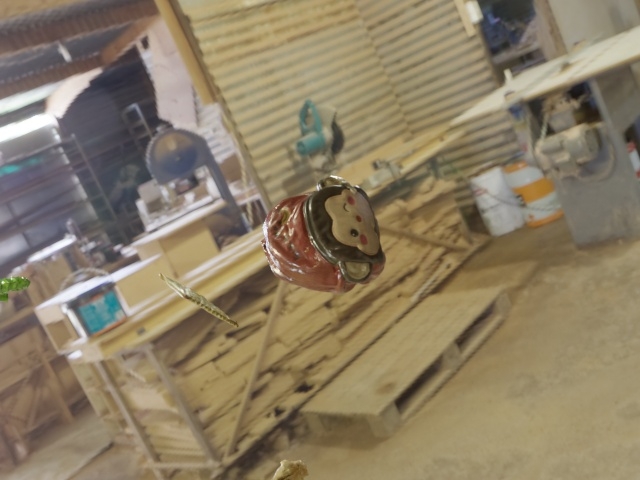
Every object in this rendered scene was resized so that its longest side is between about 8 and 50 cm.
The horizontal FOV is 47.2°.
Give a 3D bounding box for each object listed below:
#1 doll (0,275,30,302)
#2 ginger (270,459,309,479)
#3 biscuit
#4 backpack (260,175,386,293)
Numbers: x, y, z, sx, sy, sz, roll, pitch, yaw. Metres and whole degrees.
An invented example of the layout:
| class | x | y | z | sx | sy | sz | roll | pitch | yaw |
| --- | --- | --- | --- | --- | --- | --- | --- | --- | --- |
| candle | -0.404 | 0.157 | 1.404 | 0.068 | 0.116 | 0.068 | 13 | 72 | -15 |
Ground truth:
| class | x | y | z | sx | sy | sz | roll | pitch | yaw |
| --- | --- | --- | --- | --- | --- | --- | --- | --- | --- |
| doll | -0.600 | 0.096 | 1.314 | 0.190 | 0.050 | 0.115 | -17 | -6 | 34 |
| ginger | -0.104 | 0.598 | 1.623 | 0.075 | 0.089 | 0.288 | -48 | 4 | 39 |
| biscuit | -0.301 | 0.146 | 1.802 | 0.144 | 0.203 | 0.016 | 32 | 85 | 40 |
| backpack | 0.000 | -0.001 | 1.313 | 0.229 | 0.229 | 0.139 | -31 | -22 | -29 |
